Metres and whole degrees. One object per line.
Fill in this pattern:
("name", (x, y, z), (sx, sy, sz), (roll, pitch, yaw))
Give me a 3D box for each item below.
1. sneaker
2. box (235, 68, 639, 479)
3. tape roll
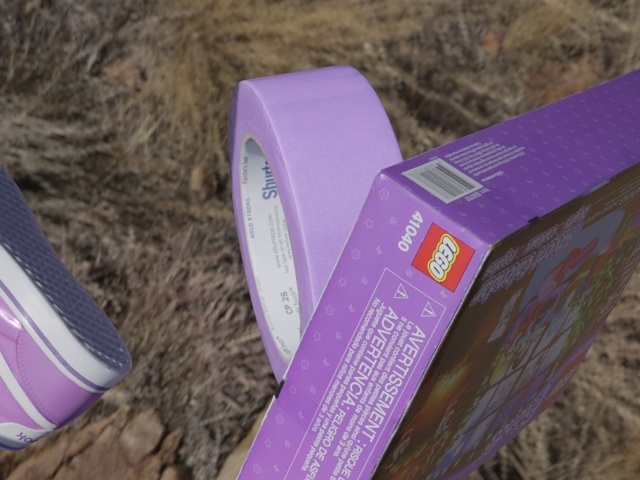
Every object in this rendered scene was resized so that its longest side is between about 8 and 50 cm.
("sneaker", (-0.293, 0.039, 1.081), (0.282, 0.161, 0.102), (55, 18, 10))
("box", (0.081, 0.035, 0.651), (0.057, 0.200, 0.293), (36, 30, 20))
("tape roll", (0.000, 0.000, 1.096), (0.090, 0.275, 0.274), (-12, 68, -13))
